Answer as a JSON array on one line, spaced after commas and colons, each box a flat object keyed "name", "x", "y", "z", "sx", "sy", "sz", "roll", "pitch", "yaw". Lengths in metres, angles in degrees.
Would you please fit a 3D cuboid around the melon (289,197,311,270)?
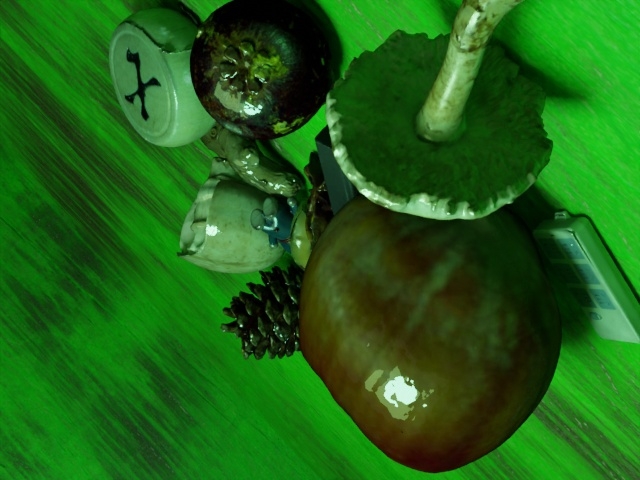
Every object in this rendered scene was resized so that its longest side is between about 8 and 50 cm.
[{"name": "melon", "x": 0.000, "y": 0.000, "z": 1.702, "sx": 0.160, "sy": 0.079, "sz": 0.128, "roll": 39, "pitch": -156, "yaw": -24}]

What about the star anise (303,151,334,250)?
[{"name": "star anise", "x": 0.037, "y": -0.053, "z": 1.620, "sx": 0.144, "sy": 0.158, "sz": 0.140, "roll": 22, "pitch": -174, "yaw": -31}]

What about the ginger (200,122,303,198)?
[{"name": "ginger", "x": -0.152, "y": -0.161, "z": 1.772, "sx": 0.290, "sy": 0.084, "sz": 0.122, "roll": 40, "pitch": 151, "yaw": 20}]

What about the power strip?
[{"name": "power strip", "x": 0.330, "y": 0.048, "z": 1.252, "sx": 0.192, "sy": 0.035, "sz": 0.081, "roll": 55, "pitch": 159, "yaw": -15}]

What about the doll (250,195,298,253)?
[{"name": "doll", "x": -0.047, "y": -0.022, "z": 1.772, "sx": 0.152, "sy": 0.114, "sz": 0.085, "roll": 24, "pitch": -144, "yaw": -38}]

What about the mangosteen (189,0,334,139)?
[{"name": "mangosteen", "x": -0.073, "y": -0.230, "z": 1.399, "sx": 0.192, "sy": 0.192, "sz": 0.217, "roll": 46, "pitch": -169, "yaw": 5}]

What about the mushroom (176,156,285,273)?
[{"name": "mushroom", "x": -0.145, "y": -0.036, "z": 1.892, "sx": 0.189, "sy": 0.195, "sz": 0.254, "roll": 20, "pitch": 165, "yaw": -21}]

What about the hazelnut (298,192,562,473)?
[{"name": "hazelnut", "x": 0.142, "y": 0.102, "z": 1.337, "sx": 0.366, "sy": 0.366, "sz": 0.365, "roll": 41, "pitch": 158, "yaw": 20}]

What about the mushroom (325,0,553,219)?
[{"name": "mushroom", "x": 0.126, "y": -0.183, "z": 1.026, "sx": 0.208, "sy": 0.233, "sz": 0.301, "roll": -109, "pitch": 18, "yaw": -60}]

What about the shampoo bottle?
[{"name": "shampoo bottle", "x": 0.065, "y": -0.060, "z": 1.501, "sx": 0.071, "sy": 0.098, "sz": 0.309, "roll": 30, "pitch": 154, "yaw": 30}]

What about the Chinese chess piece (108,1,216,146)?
[{"name": "Chinese chess piece", "x": -0.257, "y": -0.269, "z": 1.690, "sx": 0.238, "sy": 0.092, "sz": 0.237, "roll": 33, "pitch": 135, "yaw": 42}]

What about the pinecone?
[{"name": "pinecone", "x": -0.083, "y": 0.149, "z": 2.023, "sx": 0.184, "sy": 0.205, "sz": 0.179, "roll": 51, "pitch": 178, "yaw": -5}]
